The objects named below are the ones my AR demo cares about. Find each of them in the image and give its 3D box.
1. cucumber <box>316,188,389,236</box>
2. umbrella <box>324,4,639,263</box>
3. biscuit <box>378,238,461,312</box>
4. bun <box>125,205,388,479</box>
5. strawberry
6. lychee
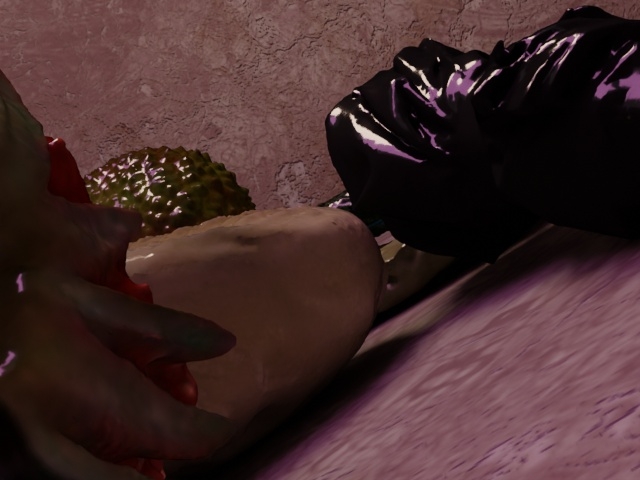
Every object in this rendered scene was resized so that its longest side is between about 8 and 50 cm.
[{"bbox_3d":[-0.001,-0.001,0.836,0.257,0.043,0.044,-30,3,-12],"label":"cucumber"},{"bbox_3d":[0.101,-0.042,0.502,0.118,0.118,0.340,-33,14,-16],"label":"umbrella"},{"bbox_3d":[0.026,0.026,0.759,0.274,0.036,0.187,-33,2,12],"label":"biscuit"},{"bbox_3d":[-0.082,0.058,0.571,0.237,0.116,0.210,-17,2,10],"label":"bun"},{"bbox_3d":[-0.170,0.045,0.428,0.306,0.233,0.137,-33,11,42],"label":"strawberry"},{"bbox_3d":[-0.208,0.014,1.522,0.320,0.269,0.270,2,-20,-36],"label":"lychee"}]
